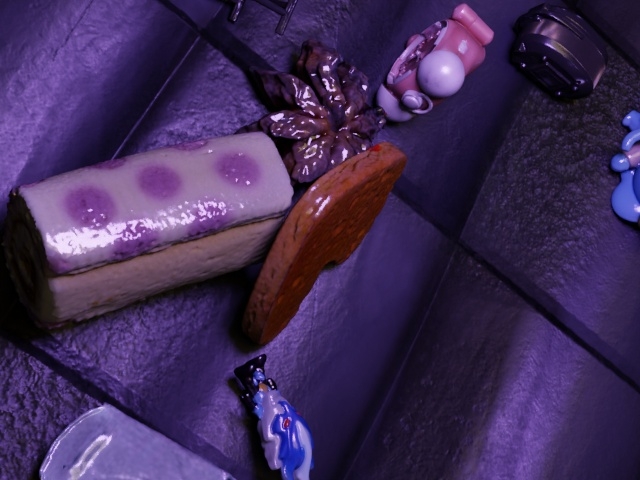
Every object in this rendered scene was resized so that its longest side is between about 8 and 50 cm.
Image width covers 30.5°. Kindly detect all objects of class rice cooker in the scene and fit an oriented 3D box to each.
[{"bbox_3d":[0.381,-0.300,1.875,0.165,0.112,0.106,32,72,-21],"label":"rice cooker"}]

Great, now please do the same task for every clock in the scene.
[{"bbox_3d":[0.167,-0.245,1.714,0.093,0.166,0.162,45,55,-15],"label":"clock"}]

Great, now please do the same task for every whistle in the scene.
[{"bbox_3d":[-0.143,0.360,1.388,0.405,0.188,0.168,45,62,-14],"label":"whistle"}]

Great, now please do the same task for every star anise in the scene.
[{"bbox_3d":[0.002,-0.164,1.636,0.223,0.109,0.236,-35,100,-26],"label":"star anise"}]

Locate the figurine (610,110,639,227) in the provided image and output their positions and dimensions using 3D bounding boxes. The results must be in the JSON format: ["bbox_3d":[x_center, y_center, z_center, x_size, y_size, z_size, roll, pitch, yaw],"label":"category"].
[{"bbox_3d":[0.568,-0.119,1.941,0.180,0.154,0.262,-11,68,-22],"label":"figurine"}]

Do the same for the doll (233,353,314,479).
[{"bbox_3d":[-0.054,0.247,1.537,0.096,0.070,0.195,-24,88,-62],"label":"doll"}]

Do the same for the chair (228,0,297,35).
[{"bbox_3d":[-0.081,-0.427,1.561,0.154,0.141,0.260,21,94,-43],"label":"chair"}]

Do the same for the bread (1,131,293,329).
[{"bbox_3d":[-0.209,-0.023,1.433,0.338,0.187,0.155,-16,59,-31],"label":"bread"}]

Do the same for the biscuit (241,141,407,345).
[{"bbox_3d":[-0.002,-0.001,1.561,0.052,0.262,0.277,35,36,15],"label":"biscuit"}]
